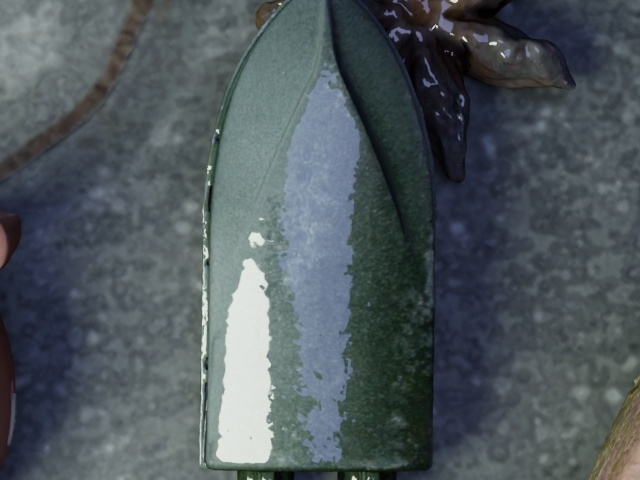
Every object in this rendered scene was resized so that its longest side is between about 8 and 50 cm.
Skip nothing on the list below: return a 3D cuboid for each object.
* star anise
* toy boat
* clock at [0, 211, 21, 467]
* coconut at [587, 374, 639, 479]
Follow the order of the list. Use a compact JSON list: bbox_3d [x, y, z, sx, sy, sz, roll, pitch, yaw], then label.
[{"bbox_3d":[0.062,-0.123,1.072,0.208,0.063,0.172,10,86,-5],"label":"star anise"},{"bbox_3d":[0.000,0.000,1.024,0.141,0.092,0.320,1,92,-5],"label":"toy boat"},{"bbox_3d":[-0.286,0.091,0.978,0.227,0.142,0.241,4,91,-5],"label":"clock"},{"bbox_3d":[0.284,0.163,0.983,0.245,0.233,0.233,29,80,3],"label":"coconut"}]
